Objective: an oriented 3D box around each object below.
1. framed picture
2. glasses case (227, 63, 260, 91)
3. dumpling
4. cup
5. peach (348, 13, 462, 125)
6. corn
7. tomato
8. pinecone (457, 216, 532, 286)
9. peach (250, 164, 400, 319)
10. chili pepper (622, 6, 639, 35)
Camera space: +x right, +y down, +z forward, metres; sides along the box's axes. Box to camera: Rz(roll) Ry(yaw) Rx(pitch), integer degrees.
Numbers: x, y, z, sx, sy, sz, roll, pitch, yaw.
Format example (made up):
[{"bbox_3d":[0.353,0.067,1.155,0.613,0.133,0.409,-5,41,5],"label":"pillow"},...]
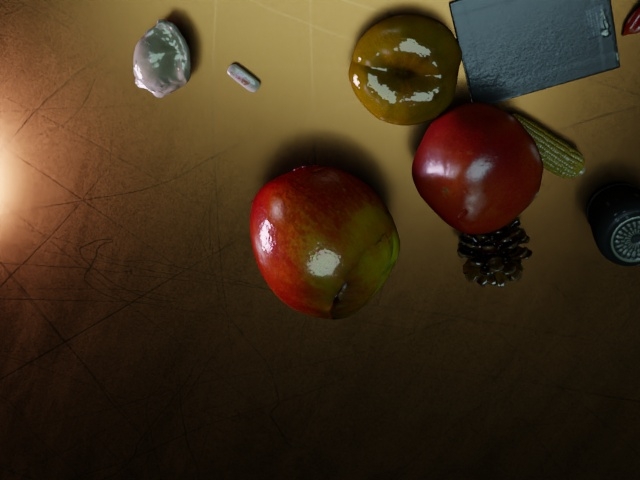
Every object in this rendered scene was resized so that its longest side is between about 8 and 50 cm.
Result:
[{"bbox_3d":[0.480,-0.457,1.761,0.339,0.014,0.255,-15,116,11],"label":"framed picture"},{"bbox_3d":[-0.178,-0.378,1.834,0.083,0.021,0.032,36,115,-14],"label":"glasses case"},{"bbox_3d":[-0.355,-0.402,1.786,0.136,0.118,0.199,33,135,-11],"label":"dumpling"},{"bbox_3d":[0.744,-0.031,1.870,0.223,0.176,0.169,23,114,-12],"label":"cup"},{"bbox_3d":[0.187,-0.377,1.746,0.251,0.153,0.251,-2,114,-4],"label":"peach"},{"bbox_3d":[0.516,-0.219,1.844,0.238,0.080,0.080,30,115,-9],"label":"corn"},{"bbox_3d":[0.339,-0.154,1.777,0.299,0.226,0.298,25,135,28],"label":"tomato"},{"bbox_3d":[0.423,0.014,1.928,0.179,0.150,0.195,-8,107,3],"label":"pinecone"},{"bbox_3d":[0.000,0.000,1.852,0.370,0.370,0.369,1,117,3],"label":"peach"},{"bbox_3d":[0.732,-0.506,1.700,0.059,0.050,0.191,32,123,-30],"label":"chili pepper"}]
